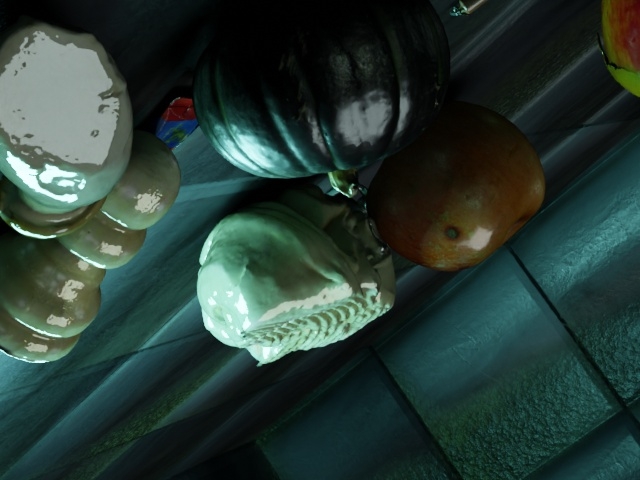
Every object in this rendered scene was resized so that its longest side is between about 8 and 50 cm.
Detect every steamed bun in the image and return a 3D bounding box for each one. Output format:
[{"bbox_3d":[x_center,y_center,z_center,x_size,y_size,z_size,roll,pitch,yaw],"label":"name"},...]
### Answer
[{"bbox_3d":[-0.041,0.035,1.880,0.275,0.206,0.320,-18,167,-3],"label":"steamed bun"}]

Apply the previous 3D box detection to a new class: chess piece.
[{"bbox_3d":[-0.242,-0.004,1.395,0.261,0.142,0.143,-46,164,26],"label":"chess piece"}]

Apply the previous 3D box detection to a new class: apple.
[{"bbox_3d":[0.194,-0.070,1.954,0.253,0.253,0.253,-33,167,-8],"label":"apple"}]

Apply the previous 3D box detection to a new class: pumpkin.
[{"bbox_3d":[0.003,-0.146,1.308,0.250,0.216,0.250,-11,-168,2],"label":"pumpkin"}]

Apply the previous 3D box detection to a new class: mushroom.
[{"bbox_3d":[-0.221,-0.088,1.147,0.128,0.128,0.350,-30,171,-18],"label":"mushroom"}]

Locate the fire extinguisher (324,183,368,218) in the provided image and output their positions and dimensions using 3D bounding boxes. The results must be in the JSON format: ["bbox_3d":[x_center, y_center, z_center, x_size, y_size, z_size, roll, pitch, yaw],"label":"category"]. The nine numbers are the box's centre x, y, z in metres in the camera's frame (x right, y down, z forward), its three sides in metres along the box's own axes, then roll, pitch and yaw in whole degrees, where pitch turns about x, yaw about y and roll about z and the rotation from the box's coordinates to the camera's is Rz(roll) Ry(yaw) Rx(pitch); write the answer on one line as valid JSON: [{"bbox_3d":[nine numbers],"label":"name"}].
[{"bbox_3d":[0.000,0.000,2.101,0.294,0.118,0.093,-39,-158,19],"label":"fire extinguisher"}]

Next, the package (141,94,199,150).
[{"bbox_3d":[-0.184,-0.092,1.446,0.200,0.022,0.083,-40,167,30],"label":"package"}]

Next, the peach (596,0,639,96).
[{"bbox_3d":[0.544,-0.322,1.783,0.370,0.370,0.370,-33,167,-8],"label":"peach"}]

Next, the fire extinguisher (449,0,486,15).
[{"bbox_3d":[0.192,-0.295,1.654,0.083,0.022,0.028,-36,-162,9],"label":"fire extinguisher"}]
